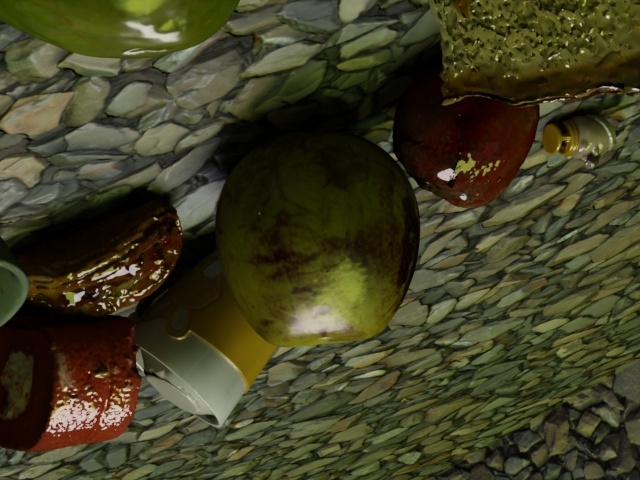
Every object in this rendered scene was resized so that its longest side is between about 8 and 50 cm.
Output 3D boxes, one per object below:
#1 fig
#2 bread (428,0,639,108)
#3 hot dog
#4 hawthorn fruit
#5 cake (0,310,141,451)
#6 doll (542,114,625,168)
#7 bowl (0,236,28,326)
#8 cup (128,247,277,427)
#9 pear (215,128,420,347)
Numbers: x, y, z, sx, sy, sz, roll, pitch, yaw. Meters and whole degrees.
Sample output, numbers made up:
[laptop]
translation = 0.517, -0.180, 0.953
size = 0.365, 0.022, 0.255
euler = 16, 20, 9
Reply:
[fig]
translation = -0.190, -0.256, 1.171
size = 0.314, 0.233, 0.233
euler = -1, 168, 25
[bread]
translation = 0.303, -0.289, 1.525
size = 0.315, 0.248, 0.279
euler = 0, -154, 40
[hot dog]
translation = -0.277, 0.027, 1.833
size = 0.227, 0.099, 0.160
euler = -27, 158, 4
[hawthorn fruit]
translation = 0.197, -0.154, 1.791
size = 0.235, 0.181, 0.181
euler = -41, 160, -9
[cake]
translation = -0.351, 0.187, 1.931
size = 0.151, 0.177, 0.283
euler = -6, -176, -36
[doll]
translation = 0.390, -0.141, 2.100
size = 0.127, 0.084, 0.073
euler = -4, 153, -24
[bowl]
translation = -0.476, 0.027, 1.572
size = 0.289, 0.146, 0.289
euler = -20, 160, -8
[cup]
translation = -0.163, 0.113, 2.009
size = 0.226, 0.241, 0.185
euler = -49, 138, -16
[pear]
translation = 0.000, 0.000, 1.800
size = 0.284, 0.283, 0.283
euler = -19, 158, -8
